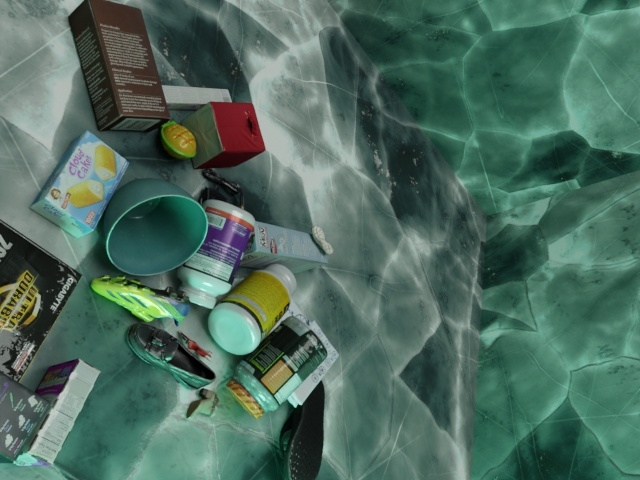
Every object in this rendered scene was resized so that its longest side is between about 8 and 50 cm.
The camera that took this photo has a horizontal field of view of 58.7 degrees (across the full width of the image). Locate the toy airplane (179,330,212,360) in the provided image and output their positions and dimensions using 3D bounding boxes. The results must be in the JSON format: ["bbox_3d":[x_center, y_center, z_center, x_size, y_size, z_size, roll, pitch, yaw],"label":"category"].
[{"bbox_3d":[-0.380,0.332,1.751,0.151,0.151,0.028,44,75,-31],"label":"toy airplane"}]

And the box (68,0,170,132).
[{"bbox_3d":[-0.627,-0.538,1.777,0.191,0.143,0.382,-11,86,-53],"label":"box"}]

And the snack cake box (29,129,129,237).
[{"bbox_3d":[-0.669,-0.159,1.600,0.152,0.089,0.264,42,46,-34],"label":"snack cake box"}]

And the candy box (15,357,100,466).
[{"bbox_3d":[-0.635,0.406,1.343,0.071,0.159,0.233,44,45,-30],"label":"candy box"}]

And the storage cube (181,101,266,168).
[{"bbox_3d":[-0.342,-0.370,2.009,0.193,0.215,0.184,-13,86,-47],"label":"storage cube"}]

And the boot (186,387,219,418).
[{"bbox_3d":[-0.356,0.516,1.753,0.087,0.042,0.118,56,46,-32],"label":"boot"}]

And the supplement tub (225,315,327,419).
[{"bbox_3d":[-0.145,0.416,1.861,0.316,0.193,0.194,-42,111,-21],"label":"supplement tub"}]

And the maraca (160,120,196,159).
[{"bbox_3d":[-0.484,-0.345,1.914,0.127,0.099,0.186,12,40,-51],"label":"maraca"}]

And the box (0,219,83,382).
[{"bbox_3d":[-0.763,0.147,1.361,0.257,0.079,0.322,43,45,-30],"label":"box"}]

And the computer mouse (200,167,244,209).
[{"bbox_3d":[-0.351,-0.118,2.016,0.184,0.060,0.262,26,44,-39],"label":"computer mouse"}]

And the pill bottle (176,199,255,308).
[{"bbox_3d":[-0.340,0.044,1.805,0.181,0.181,0.323,28,78,-43],"label":"pill bottle"}]

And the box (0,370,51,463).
[{"bbox_3d":[-0.753,0.346,1.212,0.270,0.165,0.143,48,43,-29],"label":"box"}]

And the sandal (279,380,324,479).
[{"bbox_3d":[-0.068,0.674,2.017,0.167,0.107,0.446,48,30,-26],"label":"sandal"}]

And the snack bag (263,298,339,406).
[{"bbox_3d":[-0.103,0.378,2.081,0.343,0.037,0.323,54,38,-3],"label":"snack bag"}]

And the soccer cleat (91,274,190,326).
[{"bbox_3d":[-0.516,0.179,1.633,0.289,0.093,0.121,19,97,-29],"label":"soccer cleat"}]

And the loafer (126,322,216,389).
[{"bbox_3d":[-0.431,0.336,1.685,0.302,0.095,0.109,47,43,-29],"label":"loafer"}]

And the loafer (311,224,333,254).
[{"bbox_3d":[0.000,0.000,2.122,0.045,0.039,0.125,-36,100,-20],"label":"loafer"}]

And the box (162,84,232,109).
[{"bbox_3d":[-0.454,-0.508,2.043,0.324,0.063,0.067,-18,88,-53],"label":"box"}]

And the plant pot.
[{"bbox_3d":[-0.502,-0.068,1.660,0.290,0.290,0.195,16,27,-48],"label":"plant pot"}]

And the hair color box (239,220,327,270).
[{"bbox_3d":[-0.165,0.034,2.077,0.374,0.185,0.114,12,65,-49],"label":"hair color box"}]

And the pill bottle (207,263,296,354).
[{"bbox_3d":[-0.216,0.218,1.927,0.188,0.188,0.334,61,35,-14],"label":"pill bottle"}]
